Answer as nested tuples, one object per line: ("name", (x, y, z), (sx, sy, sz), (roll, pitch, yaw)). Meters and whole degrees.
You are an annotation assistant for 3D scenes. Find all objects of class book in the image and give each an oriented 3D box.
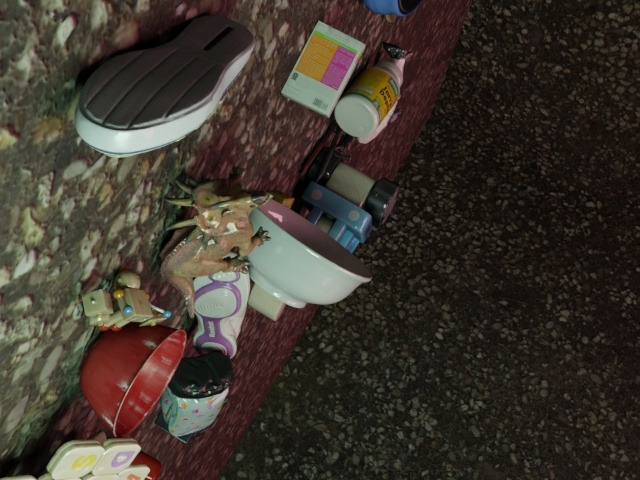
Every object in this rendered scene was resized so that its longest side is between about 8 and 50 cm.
("book", (0.006, -0.306, 1.243), (0.144, 0.096, 0.035), (-62, 172, -1))

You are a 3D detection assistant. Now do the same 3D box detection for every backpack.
("backpack", (-0.261, 0.309, 1.392), (0.182, 0.152, 0.115), (-60, -141, 43))

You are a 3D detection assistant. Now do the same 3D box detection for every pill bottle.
("pill bottle", (0.128, -0.360, 1.736), (0.208, 0.118, 0.117), (-55, 169, -39))

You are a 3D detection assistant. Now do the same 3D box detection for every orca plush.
("orca plush", (0.149, -0.415, 1.923), (0.151, 0.102, 0.287), (-8, 130, -21))

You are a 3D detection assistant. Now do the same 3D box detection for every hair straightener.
("hair straightener", (0.038, -0.227, 1.726), (0.230, 0.089, 0.047), (-59, -173, -33))

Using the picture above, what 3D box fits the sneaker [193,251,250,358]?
("sneaker", (-0.202, 0.109, 1.395), (0.305, 0.114, 0.152), (108, -7, -46))

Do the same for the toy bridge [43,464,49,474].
("toy bridge", (-0.443, 0.426, 1.118), (0.188, 0.026, 0.063), (-65, 173, 17))

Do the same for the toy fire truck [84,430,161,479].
("toy fire truck", (-0.361, 0.424, 1.201), (0.246, 0.159, 0.217), (-55, -174, 28))

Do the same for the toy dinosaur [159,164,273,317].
("toy dinosaur", (-0.179, -0.002, 1.055), (0.295, 0.127, 0.200), (-52, 168, 22))

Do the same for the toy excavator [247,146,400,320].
("toy excavator", (0.000, 0.000, 1.757), (0.445, 0.223, 0.433), (-60, 172, -4))

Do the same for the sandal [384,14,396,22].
("sandal", (0.188, -0.580, 1.625), (0.072, 0.049, 0.180), (-57, 170, -30))

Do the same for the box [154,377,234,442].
("box", (-0.293, 0.377, 1.638), (0.158, 0.093, 0.156), (-60, 172, -3))

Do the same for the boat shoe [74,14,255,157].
("boat shoe", (-0.154, -0.153, 0.749), (0.302, 0.109, 0.094), (-56, 172, -52))

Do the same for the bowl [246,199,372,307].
("bowl", (-0.053, 0.041, 1.378), (0.134, 0.298, 0.298), (-56, 173, 8))

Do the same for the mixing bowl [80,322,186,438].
("mixing bowl", (-0.290, 0.190, 1.035), (0.181, 0.098, 0.181), (-59, 171, -16))

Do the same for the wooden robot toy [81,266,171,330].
("wooden robot toy", (-0.274, 0.076, 0.947), (0.076, 0.078, 0.173), (-22, 164, 16))

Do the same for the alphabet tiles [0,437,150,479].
("alphabet tiles", (-0.379, 0.394, 0.980), (0.284, 0.021, 0.278), (-54, 149, 7))

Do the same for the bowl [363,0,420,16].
("bowl", (0.203, -0.632, 1.372), (0.391, 0.077, 0.391), (-58, 167, -22))

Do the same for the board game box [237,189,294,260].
("board game box", (-0.125, -0.022, 1.546), (0.181, 0.043, 0.092), (-63, 172, 9))
